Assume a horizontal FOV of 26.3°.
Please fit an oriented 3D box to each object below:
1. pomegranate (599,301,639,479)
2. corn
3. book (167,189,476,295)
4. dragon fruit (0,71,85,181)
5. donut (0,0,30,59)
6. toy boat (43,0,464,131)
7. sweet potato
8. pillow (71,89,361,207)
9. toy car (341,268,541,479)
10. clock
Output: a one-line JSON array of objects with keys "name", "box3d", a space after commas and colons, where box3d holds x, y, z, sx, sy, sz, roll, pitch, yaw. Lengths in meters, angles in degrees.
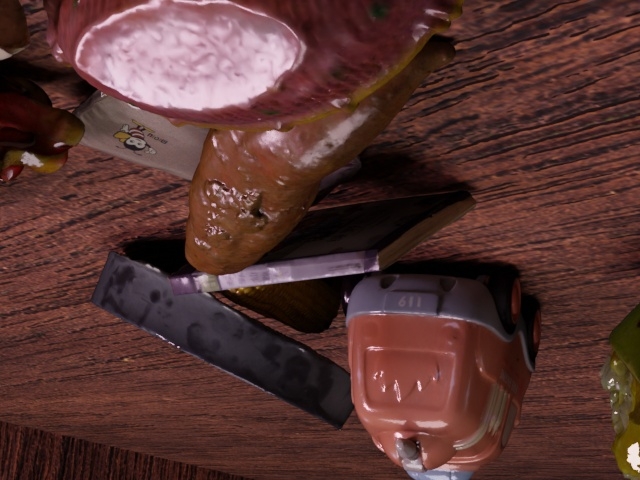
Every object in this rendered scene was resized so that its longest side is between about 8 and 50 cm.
[{"name": "pomegranate", "box3d": [0.388, 0.138, 1.270, 0.260, 0.260, 0.340, 6, -165, 10]}, {"name": "corn", "box3d": [-0.045, 0.050, 1.457, 0.072, 0.072, 0.203, -1, 163, 31]}, {"name": "book", "box3d": [0.000, -0.001, 1.173, 0.231, 0.026, 0.157, -8, -165, 39]}, {"name": "dragon fruit", "box3d": [-0.280, -0.086, 1.016, 0.208, 0.150, 0.133, 5, -166, -9]}, {"name": "donut", "box3d": [-0.268, -0.159, 0.845, 0.108, 0.065, 0.166, -5, 160, 40]}, {"name": "toy boat", "box3d": [-0.058, -0.128, 0.803, 0.318, 0.099, 0.141, -2, 120, 33]}, {"name": "sweet potato", "box3d": [-0.040, -0.058, 0.995, 0.106, 0.095, 0.354, 5, 154, -29]}, {"name": "pillow", "box3d": [-0.084, -0.074, 1.095, 0.233, 0.038, 0.131, 19, 152, -29]}, {"name": "toy car", "box3d": [0.123, 0.146, 1.443, 0.181, 0.212, 0.270, 3, 164, 20]}, {"name": "clock", "box3d": [-0.102, 0.111, 1.519, 0.325, 0.067, 0.325, 27, 173, 3]}]
